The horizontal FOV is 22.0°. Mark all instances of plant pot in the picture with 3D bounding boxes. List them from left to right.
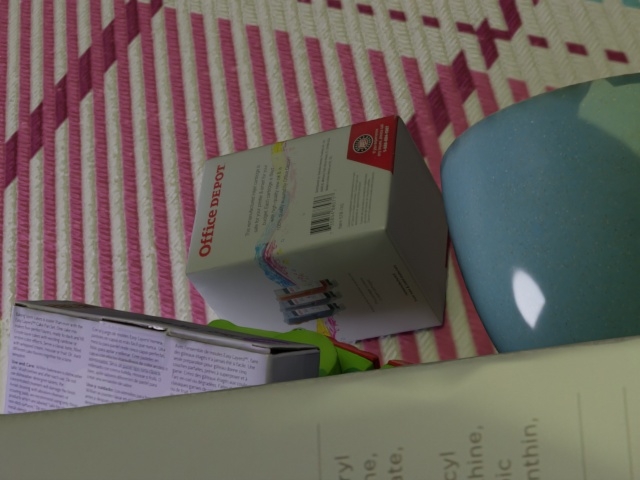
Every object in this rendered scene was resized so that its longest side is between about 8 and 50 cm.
[{"bbox_3d":[0.229,0.035,1.084,0.290,0.290,0.195,-10,68,23],"label":"plant pot"}]

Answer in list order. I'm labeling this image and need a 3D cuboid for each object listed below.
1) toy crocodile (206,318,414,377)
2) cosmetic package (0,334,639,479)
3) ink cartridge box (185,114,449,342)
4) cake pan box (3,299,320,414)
[{"bbox_3d":[0.049,0.130,1.196,0.341,0.115,0.105,18,48,38],"label":"toy crocodile"},{"bbox_3d":[0.074,0.247,0.840,0.394,0.329,0.327,-9,73,22],"label":"cosmetic package"},{"bbox_3d":[0.000,0.000,1.332,0.176,0.127,0.128,-11,47,21],"label":"ink cartridge box"},{"bbox_3d":[-0.123,0.178,1.189,0.267,0.070,0.245,6,95,36],"label":"cake pan box"}]
